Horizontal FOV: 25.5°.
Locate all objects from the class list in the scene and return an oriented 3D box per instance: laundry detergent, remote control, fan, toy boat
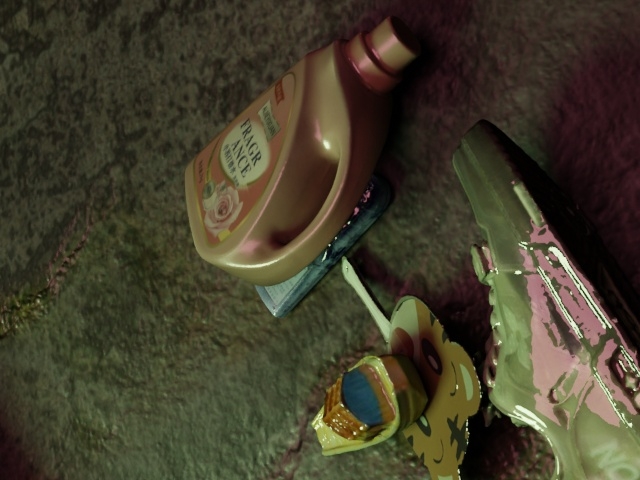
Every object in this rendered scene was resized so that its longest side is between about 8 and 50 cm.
[{"bbox_3d":[-0.006,-0.065,1.147,0.237,0.076,0.171,-39,43,26],"label":"laundry detergent"},{"bbox_3d":[0.001,0.000,1.187,0.152,0.027,0.043,-48,65,25],"label":"remote control"},{"bbox_3d":[0.065,0.089,1.104,0.227,0.008,0.153,-123,29,-44],"label":"fan"},{"bbox_3d":[0.033,0.129,1.104,0.065,0.066,0.172,67,157,15],"label":"toy boat"}]

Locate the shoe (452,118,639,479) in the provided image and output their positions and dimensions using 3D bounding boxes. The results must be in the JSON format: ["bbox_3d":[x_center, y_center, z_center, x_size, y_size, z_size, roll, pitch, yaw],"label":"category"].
[{"bbox_3d":[0.147,0.063,1.016,0.149,0.109,0.293,-41,65,23],"label":"shoe"}]
